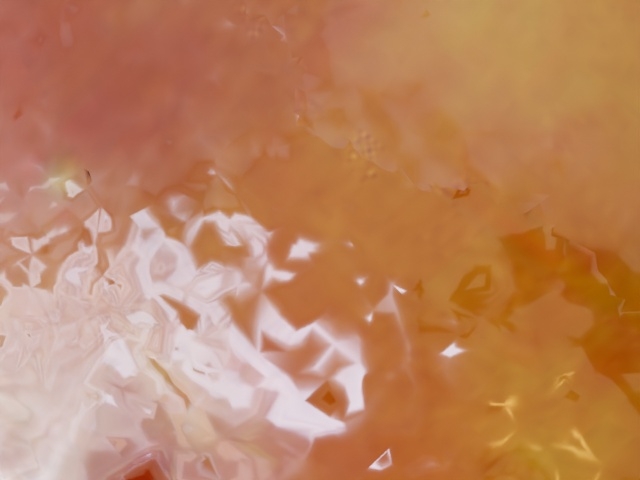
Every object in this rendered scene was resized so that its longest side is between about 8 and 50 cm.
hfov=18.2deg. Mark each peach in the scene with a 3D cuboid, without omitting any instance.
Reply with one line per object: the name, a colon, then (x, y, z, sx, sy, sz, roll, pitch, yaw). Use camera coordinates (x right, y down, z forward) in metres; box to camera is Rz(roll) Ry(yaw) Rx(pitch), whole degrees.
peach: (-0.003, -0.020, 0.587, 0.310, 0.406, 0.335, 39, 21, -15)
